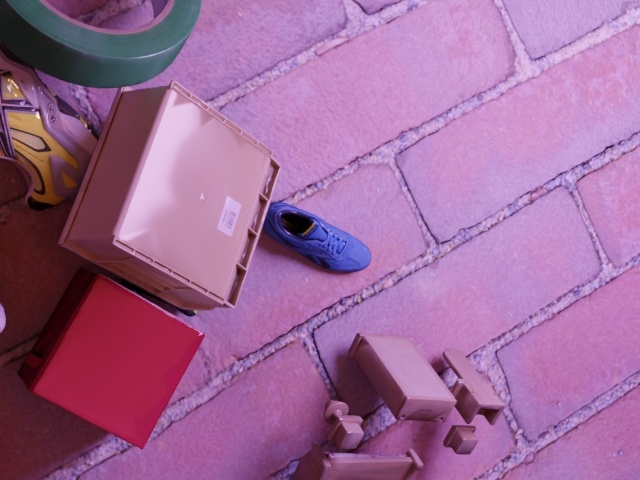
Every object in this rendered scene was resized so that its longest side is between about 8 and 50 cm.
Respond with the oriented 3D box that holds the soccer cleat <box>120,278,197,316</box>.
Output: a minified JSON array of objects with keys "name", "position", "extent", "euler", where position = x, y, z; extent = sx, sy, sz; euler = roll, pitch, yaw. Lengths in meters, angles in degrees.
[{"name":"soccer cleat","position":[-0.267,0.062,1.782],"extent":[0.072,0.060,0.179],"euler":[-42,105,4]}]

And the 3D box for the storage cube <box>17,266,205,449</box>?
[{"name":"storage cube","position":[-0.314,0.171,1.700],"extent":[0.215,0.183,0.193],"euler":[31,81,-18]}]

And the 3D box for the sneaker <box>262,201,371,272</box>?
[{"name":"sneaker","position":[0.000,0.000,1.858],"extent":[0.209,0.082,0.069],"euler":[26,82,-21]}]

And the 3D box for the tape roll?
[{"name":"tape roll","position":[-0.333,-0.370,1.632],"extent":[0.321,0.077,0.321],"euler":[15,55,-23]}]

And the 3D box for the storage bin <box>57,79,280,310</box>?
[{"name":"storage bin","position":[-0.210,-0.061,1.688],"extent":[0.260,0.123,0.262],"euler":[34,65,-41]}]

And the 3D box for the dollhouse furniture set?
[{"name":"dollhouse furniture set","position":[0.088,0.351,1.934],"extent":[0.303,0.174,0.356],"euler":[8,120,-32]}]

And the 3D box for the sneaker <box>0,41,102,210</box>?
[{"name":"sneaker","position":[-0.477,-0.205,1.639],"extent":[0.147,0.145,0.385],"euler":[-46,105,-13]}]

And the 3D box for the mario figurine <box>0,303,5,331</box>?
[{"name":"mario figurine","position":[-0.556,0.057,1.611],"extent":[0.198,0.170,0.321],"euler":[2,95,-26]}]
